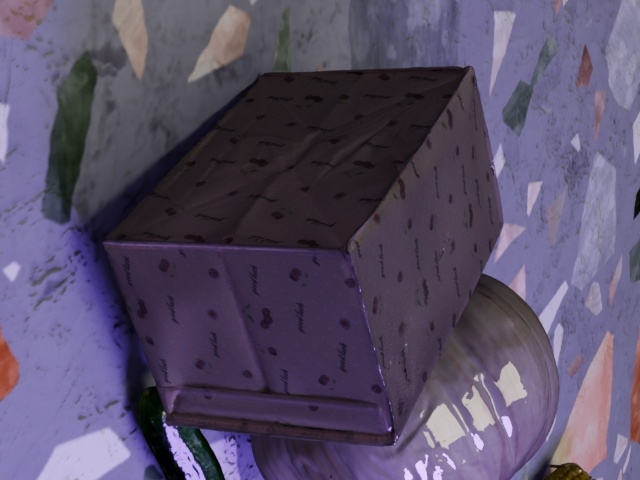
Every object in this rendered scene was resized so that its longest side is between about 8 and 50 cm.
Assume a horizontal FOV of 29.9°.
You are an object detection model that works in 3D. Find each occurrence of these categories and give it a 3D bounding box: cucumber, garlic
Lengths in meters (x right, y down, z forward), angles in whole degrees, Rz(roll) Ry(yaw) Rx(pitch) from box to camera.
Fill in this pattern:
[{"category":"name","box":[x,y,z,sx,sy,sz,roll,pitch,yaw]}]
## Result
[{"category":"cucumber","box":[-0.111,0.239,1.099,0.056,0.056,0.284,-48,135,-39]},{"category":"garlic","box":[0.098,0.154,1.174,0.317,0.317,0.259,-28,95,-50]}]

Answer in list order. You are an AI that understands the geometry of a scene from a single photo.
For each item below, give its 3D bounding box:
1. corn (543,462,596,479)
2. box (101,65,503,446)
[{"category":"corn","box":[0.332,0.425,1.777,0.260,0.091,0.091,-33,127,-43]},{"category":"box","box":[0.000,0.000,1.014,0.297,0.225,0.190,-56,139,-46]}]
